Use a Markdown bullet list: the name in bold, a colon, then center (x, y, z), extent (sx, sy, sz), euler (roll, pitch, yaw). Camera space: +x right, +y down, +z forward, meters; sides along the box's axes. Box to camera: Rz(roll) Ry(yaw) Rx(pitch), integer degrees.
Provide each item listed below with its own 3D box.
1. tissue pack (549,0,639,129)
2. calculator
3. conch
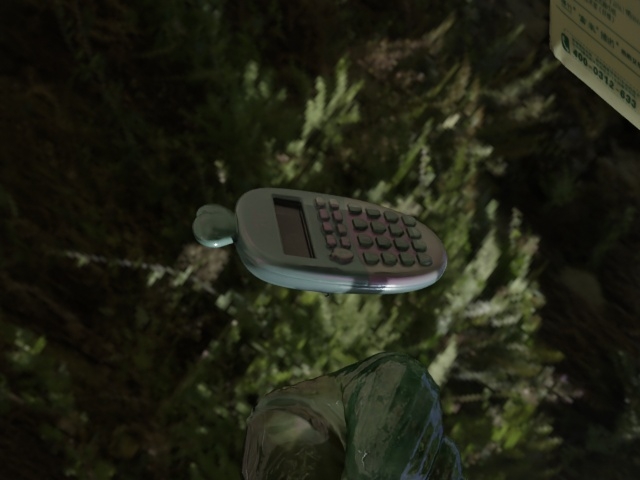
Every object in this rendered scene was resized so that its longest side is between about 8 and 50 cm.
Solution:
- **tissue pack**: center (0.373, -0.208, 0.967), extent (0.207, 0.297, 0.380), euler (-22, -133, -14)
- **calculator**: center (0.000, 0.000, 1.310), extent (0.185, 0.298, 0.041), euler (-107, -154, -57)
- **conch**: center (0.036, 0.179, 0.999), extent (0.188, 0.122, 0.176), euler (12, -115, 47)
